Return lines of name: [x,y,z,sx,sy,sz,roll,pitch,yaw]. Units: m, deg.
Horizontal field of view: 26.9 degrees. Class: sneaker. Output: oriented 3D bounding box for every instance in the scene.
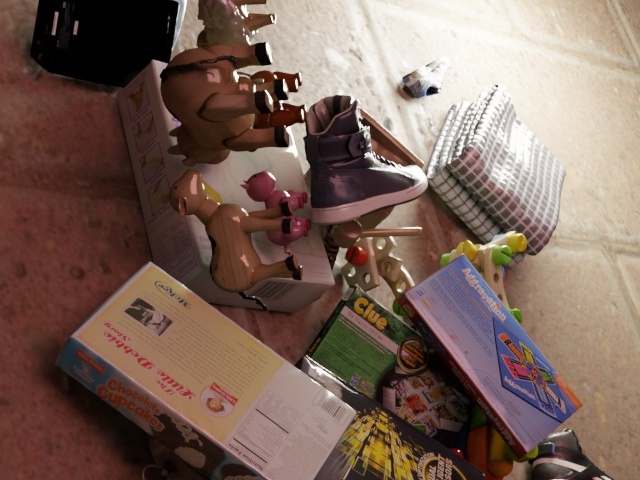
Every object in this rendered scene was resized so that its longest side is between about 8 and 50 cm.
sneaker: [0.000,0.000,1.969,0.066,0.071,0.188,31,42,-27]
sneaker: [0.200,-0.292,2.445,0.135,0.052,0.058,-32,96,-46]
sneaker: [0.062,-0.122,1.820,0.226,0.086,0.163,-19,102,-50]
sneaker: [0.420,0.362,2.123,0.216,0.079,0.121,20,50,-35]

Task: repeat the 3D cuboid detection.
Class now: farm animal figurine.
farm animal figurine: [-0.124,-0.125,1.694,0.327,0.172,0.330,73,15,-50]

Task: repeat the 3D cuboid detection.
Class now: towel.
towel: [0.322,-0.122,2.372,0.235,0.121,0.284,43,38,-14]

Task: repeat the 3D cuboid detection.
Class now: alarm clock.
alarm clock: [-0.157,0.248,1.610,0.129,0.064,0.192,53,35,-1]

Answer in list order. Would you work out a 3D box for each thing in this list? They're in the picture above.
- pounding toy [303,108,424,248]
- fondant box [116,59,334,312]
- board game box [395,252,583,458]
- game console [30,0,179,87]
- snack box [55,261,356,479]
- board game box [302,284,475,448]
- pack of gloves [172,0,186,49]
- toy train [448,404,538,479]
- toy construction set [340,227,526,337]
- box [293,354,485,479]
pounding toy: [0.060,-0.054,1.945,0.181,0.094,0.206,41,51,-5]
fondant box: [-0.133,-0.072,1.866,0.238,0.096,0.330,9,54,-42]
board game box: [0.243,0.161,1.918,0.145,0.027,0.281,-30,78,-38]
game console: [-0.274,-0.394,1.838,0.213,0.044,0.361,6,98,-47]
snack box: [-0.130,0.176,1.585,0.322,0.060,0.187,36,36,4]
board game box: [0.106,0.191,1.905,0.259,0.030,0.136,38,80,-20]
pack of gloves: [-0.268,-0.376,1.924,0.195,0.046,0.232,18,87,-51]
toy train: [0.252,0.321,1.922,0.105,0.143,0.248,36,40,-21]
toy construction set: [0.185,0.073,2.044,0.327,0.151,0.215,9,80,-34]
box: [0.050,0.371,1.663,0.318,0.097,0.395,33,35,-12]
